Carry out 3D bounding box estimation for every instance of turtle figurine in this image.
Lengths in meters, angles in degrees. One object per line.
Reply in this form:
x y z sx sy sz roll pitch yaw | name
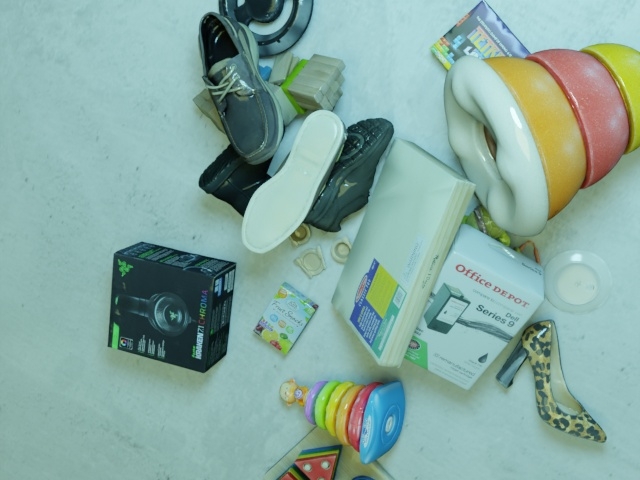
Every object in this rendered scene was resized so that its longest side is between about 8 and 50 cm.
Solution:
0.337 -0.018 1.593 0.217 0.087 0.269 -23 95 21 | turtle figurine

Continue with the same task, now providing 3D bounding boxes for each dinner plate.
0.533 0.088 1.595 0.141 0.017 0.141 4 105 16 | dinner plate

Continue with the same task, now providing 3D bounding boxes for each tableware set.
0.000 0.000 1.742 0.169 0.020 0.141 -26 94 21 | tableware set

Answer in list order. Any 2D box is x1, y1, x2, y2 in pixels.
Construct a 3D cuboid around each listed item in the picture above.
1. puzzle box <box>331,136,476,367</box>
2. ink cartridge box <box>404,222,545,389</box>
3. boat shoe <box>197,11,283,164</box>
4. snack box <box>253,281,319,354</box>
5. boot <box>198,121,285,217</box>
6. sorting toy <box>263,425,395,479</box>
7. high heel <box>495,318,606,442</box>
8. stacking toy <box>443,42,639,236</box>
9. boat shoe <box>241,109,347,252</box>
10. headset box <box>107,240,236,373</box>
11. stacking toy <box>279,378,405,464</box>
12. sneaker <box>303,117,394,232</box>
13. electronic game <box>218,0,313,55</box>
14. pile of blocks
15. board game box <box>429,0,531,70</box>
0.156 0.019 1.576 0.052 0.272 0.408 11 110 -27 | puzzle box
0.292 0.138 1.576 0.211 0.121 0.289 27 123 -3 | ink cartridge box
-0.182 -0.311 1.545 0.132 0.130 0.355 -31 61 22 | boat shoe
-0.082 0.183 1.803 0.100 0.037 0.141 35 110 6 | snack box
-0.112 -0.141 1.664 0.246 0.094 0.207 -40 127 21 | boot
0.019 0.602 1.844 0.257 0.089 0.255 45 112 4 | sorting toy
0.518 0.294 1.603 0.261 0.093 0.186 35 117 17 | high heel
0.497 -0.243 1.408 0.480 0.350 0.350 -23 96 -4 | stacking toy
-0.050 -0.116 1.576 0.117 0.097 0.324 32 98 9 | boat shoe
-0.365 0.152 1.837 0.283 0.131 0.246 13 106 15 | headset box
0.028 0.381 1.774 0.302 0.166 0.175 12 97 30 | stacking toy
0.066 -0.138 1.642 0.130 0.109 0.286 29 111 -37 | sneaker
-0.119 -0.512 1.641 0.229 0.048 0.229 6 103 24 | electronic game
-0.098 -0.311 1.669 0.362 0.149 0.112 -3 145 28 | pile of blocks
0.327 -0.369 1.533 0.141 0.048 0.170 -41 89 23 | board game box
